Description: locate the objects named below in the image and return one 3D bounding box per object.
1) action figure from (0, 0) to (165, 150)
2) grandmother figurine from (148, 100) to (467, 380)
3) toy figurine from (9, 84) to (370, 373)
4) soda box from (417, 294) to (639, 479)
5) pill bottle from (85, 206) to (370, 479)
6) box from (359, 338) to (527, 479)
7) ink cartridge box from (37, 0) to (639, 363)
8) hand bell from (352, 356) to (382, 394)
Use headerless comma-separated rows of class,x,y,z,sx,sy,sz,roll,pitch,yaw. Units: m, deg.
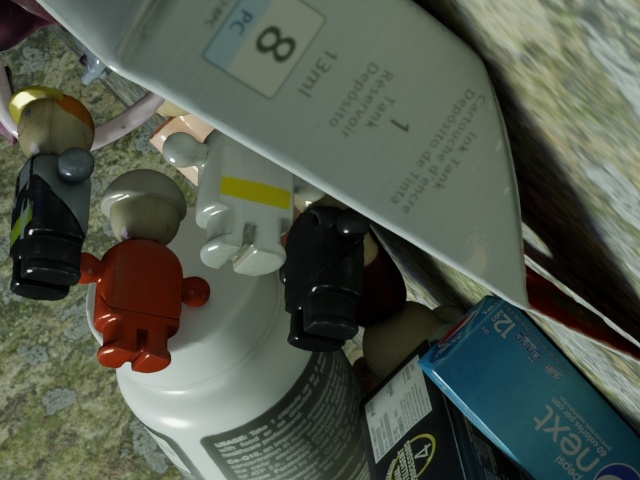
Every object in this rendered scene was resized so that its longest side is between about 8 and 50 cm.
action figure,-0.312,-0.221,1.195,0.276,0.248,0.370,47,173,50
grandmother figurine,0.000,0.000,1.323,0.342,0.104,0.208,50,-176,-11
toy figurine,-0.082,-0.020,1.072,0.209,0.213,0.148,48,-142,-57
soda box,0.163,0.135,1.119,0.210,0.071,0.067,47,176,-3
pill bottle,-0.059,0.112,1.295,0.161,0.161,0.283,43,167,42
box,0.182,0.274,1.166,0.318,0.097,0.395,38,-163,-21
ink cartridge box,-0.002,-0.092,0.798,0.385,0.091,0.308,27,-171,-42
hand bell,0.077,0.141,1.490,0.126,0.126,0.242,45,-178,25
